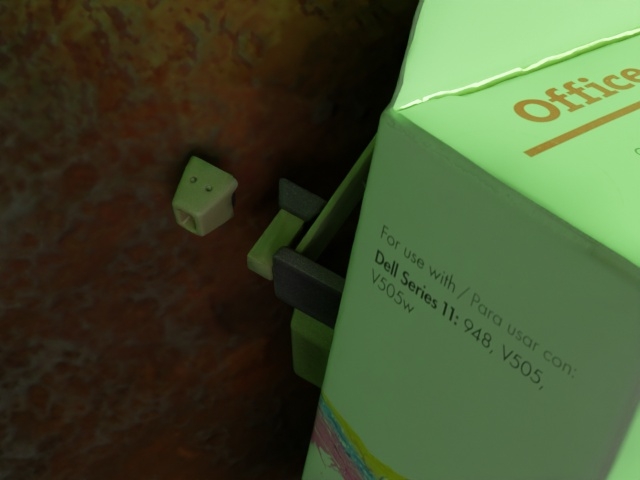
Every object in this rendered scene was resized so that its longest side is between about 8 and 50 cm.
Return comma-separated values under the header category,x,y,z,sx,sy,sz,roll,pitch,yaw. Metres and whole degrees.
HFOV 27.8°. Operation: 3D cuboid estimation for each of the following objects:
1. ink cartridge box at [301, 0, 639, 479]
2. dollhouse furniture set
category,x,y,z,sx,sy,sz,roll,pitch,yaw
ink cartridge box,0.112,0.038,0.486,0.207,0.119,0.354,-23,138,-38
dollhouse furniture set,0.000,0.000,0.539,0.081,0.091,0.114,-55,163,-24
